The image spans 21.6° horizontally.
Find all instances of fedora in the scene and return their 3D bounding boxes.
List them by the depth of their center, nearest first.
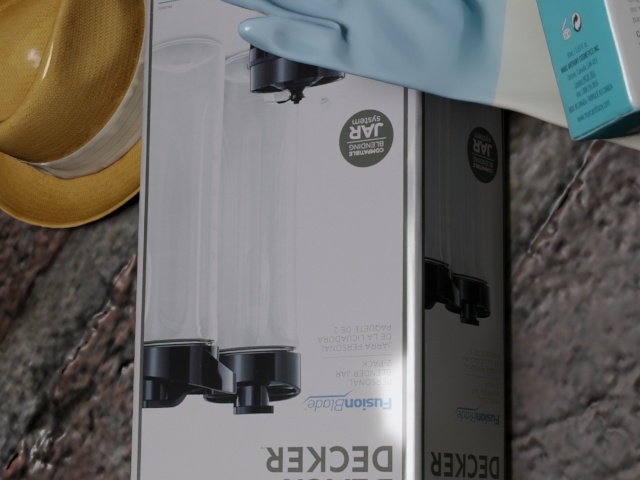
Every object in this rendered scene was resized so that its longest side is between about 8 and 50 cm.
[{"bbox_3d":[-0.152,-0.105,0.945,0.194,0.079,0.194,-6,78,32],"label":"fedora"}]

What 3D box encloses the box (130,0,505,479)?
[{"bbox_3d":[0.000,0.000,0.824,0.169,0.087,0.289,-4,80,33],"label":"box"}]

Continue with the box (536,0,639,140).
[{"bbox_3d":[0.134,-0.172,0.729,0.060,0.101,0.244,149,110,-69],"label":"box"}]

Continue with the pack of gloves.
[{"bbox_3d":[0.062,-0.151,0.759,0.046,0.232,0.195,147,135,-69],"label":"pack of gloves"}]
